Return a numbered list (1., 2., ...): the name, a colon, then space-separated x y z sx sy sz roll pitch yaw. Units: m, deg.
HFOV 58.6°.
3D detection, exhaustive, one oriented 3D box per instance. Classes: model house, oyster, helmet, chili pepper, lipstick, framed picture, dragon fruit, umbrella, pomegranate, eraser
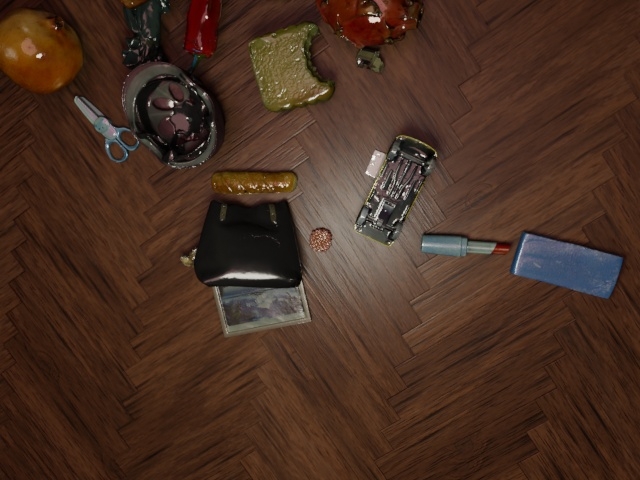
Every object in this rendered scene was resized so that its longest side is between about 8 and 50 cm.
1. model house: 0.158 -0.560 1.757 0.083 0.057 0.058 20 75 23
2. oyster: -0.369 0.051 1.907 0.191 0.081 0.163 8 92 -17
3. helmet: -0.435 -0.389 1.781 0.271 0.197 0.338 -40 93 18
4. chili pepper: -0.359 -0.688 1.771 0.110 0.110 0.387 14 98 5
5. lipstick: 0.459 0.020 1.807 0.274 0.061 0.068 4 98 6
6. framed picture: -0.204 0.195 1.939 0.315 0.024 0.231 -13 96 8
7. dragon fruit: 0.145 -0.683 1.651 0.315 0.250 0.250 -2 99 21
8. umbrella: -0.545 -0.709 1.793 0.143 0.094 0.348 0 105 -22
9. pomegranate: -0.877 -0.599 1.778 0.265 0.264 0.264 1 100 7
10. eraser: 0.770 0.077 1.787 0.312 0.042 0.144 15 101 4

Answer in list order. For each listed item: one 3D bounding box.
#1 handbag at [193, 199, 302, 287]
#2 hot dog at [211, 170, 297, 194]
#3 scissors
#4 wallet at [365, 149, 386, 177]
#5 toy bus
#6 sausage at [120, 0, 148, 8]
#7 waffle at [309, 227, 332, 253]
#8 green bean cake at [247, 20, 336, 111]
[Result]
1. handbag: -0.231 0.010 1.835 0.343 0.152 0.287 2 82 -9
2. hot dog: -0.218 -0.191 1.860 0.286 0.061 0.087 -4 88 7
3. scissors: -0.722 -0.382 1.903 0.125 0.030 0.256 -43 95 12
4. wallet: 0.178 -0.244 1.823 0.044 0.011 0.083 23 102 3
5. toy bus: 0.228 -0.159 1.762 0.144 0.152 0.330 25 104 -3
6. sausage: -0.460 -0.782 1.693 0.302 0.076 0.102 -20 53 5
7. waffle: 0.000 0.000 1.879 0.075 0.029 0.083 17 103 5
8. green bean cake: -0.081 -0.526 1.752 0.233 0.124 0.236 -13 97 10
